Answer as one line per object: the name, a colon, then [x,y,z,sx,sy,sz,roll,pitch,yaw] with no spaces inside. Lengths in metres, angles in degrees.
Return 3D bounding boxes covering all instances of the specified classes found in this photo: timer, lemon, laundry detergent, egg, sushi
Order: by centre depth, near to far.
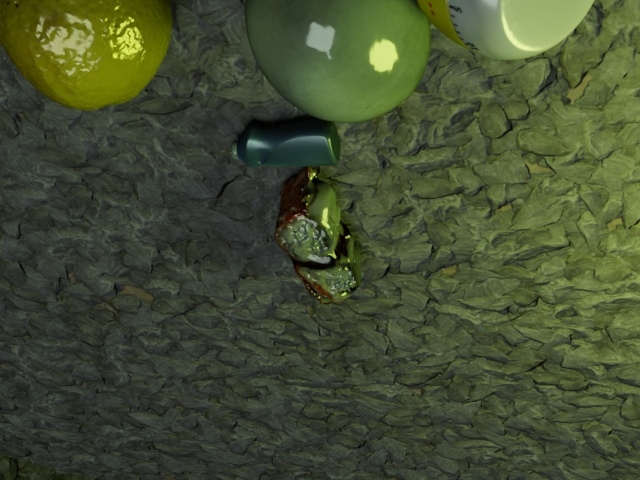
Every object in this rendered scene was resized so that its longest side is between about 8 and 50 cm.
timer: [0.221,-0.396,1.332,0.285,0.285,0.285,6,140,5]
egg: [0.027,-0.303,1.420,0.259,0.258,0.352,-2,173,15]
lemon: [-0.355,-0.339,1.486,0.268,0.268,0.322,-5,146,18]
laundry detergent: [-0.071,-0.172,1.776,0.206,0.061,0.096,-2,147,16]
sushi: [0.000,0.000,1.916,0.130,0.124,0.332,-11,137,19]
